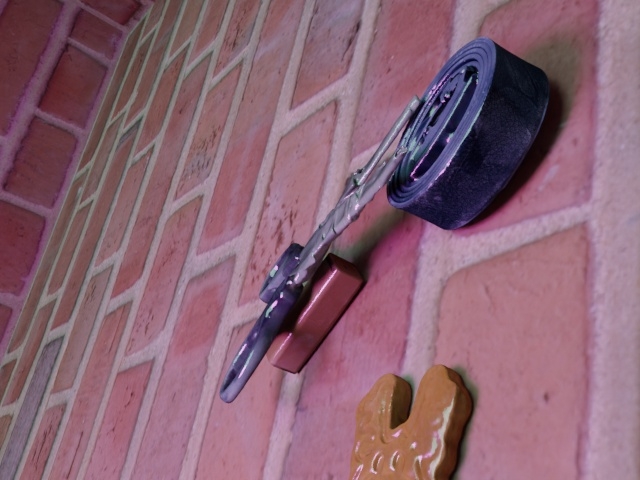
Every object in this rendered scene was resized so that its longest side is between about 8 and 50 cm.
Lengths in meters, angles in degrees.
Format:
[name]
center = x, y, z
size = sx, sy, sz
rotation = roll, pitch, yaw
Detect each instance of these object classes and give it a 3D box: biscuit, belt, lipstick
[biscuit]
center = 0.064, 0.227, 0.671
size = 0.144, 0.040, 0.237
rotation = -29, 41, 55
[belt]
center = 0.141, -0.099, 0.755
size = 0.190, 0.082, 0.141
rotation = -60, 20, 19
[lipstick]
center = -0.009, 0.087, 0.898
size = 0.145, 0.045, 0.045
rotation = -55, 30, 18

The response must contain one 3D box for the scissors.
[scissors]
center = 0.000, 0.000, 0.863
size = 0.383, 0.029, 0.256
rotation = -54, 10, 35
